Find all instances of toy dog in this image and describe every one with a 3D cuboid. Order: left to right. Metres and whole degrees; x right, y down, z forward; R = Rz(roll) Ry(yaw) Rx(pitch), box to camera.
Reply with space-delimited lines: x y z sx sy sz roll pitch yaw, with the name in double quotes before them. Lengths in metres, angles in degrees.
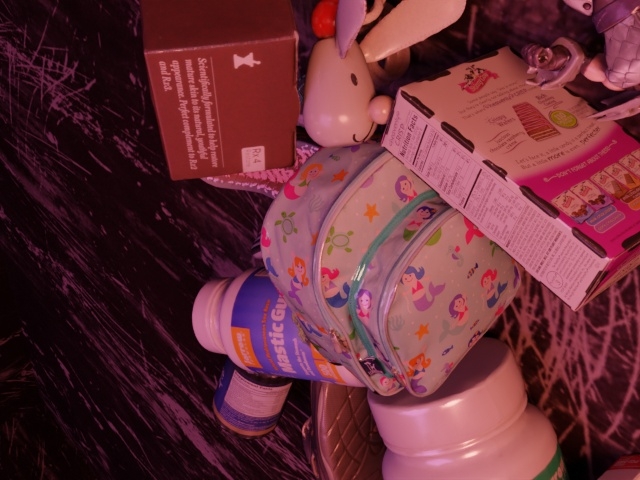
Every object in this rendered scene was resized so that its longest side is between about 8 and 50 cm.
"toy dog" 0.065 -0.257 0.696 0.161 0.220 0.333 10 125 34

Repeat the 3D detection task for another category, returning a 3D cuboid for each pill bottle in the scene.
"pill bottle" -0.099 0.217 1.307 0.123 0.123 0.219 42 129 29
"pill bottle" -0.041 0.111 1.083 0.272 0.152 0.152 0 114 35
"pill bottle" 0.193 0.310 0.915 0.204 0.204 0.360 -5 109 55

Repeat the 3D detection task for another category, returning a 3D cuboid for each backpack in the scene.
"backpack" 0.070 0.019 0.811 0.191 0.225 0.253 21 150 52

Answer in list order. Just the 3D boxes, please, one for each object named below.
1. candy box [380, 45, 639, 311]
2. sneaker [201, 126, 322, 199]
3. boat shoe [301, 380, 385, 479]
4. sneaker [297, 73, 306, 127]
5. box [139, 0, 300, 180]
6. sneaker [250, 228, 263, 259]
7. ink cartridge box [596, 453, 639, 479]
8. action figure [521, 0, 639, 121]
"candy box" 0.191 -0.065 0.692 0.233 0.159 0.071 46 142 25
"sneaker" -0.025 -0.099 1.016 0.302 0.121 0.108 22 120 30
"boat shoe" 0.025 0.311 1.213 0.130 0.132 0.355 21 128 45
"sneaker" -0.015 -0.182 0.996 0.167 0.065 0.076 25 115 39
"box" -0.117 -0.272 0.814 0.191 0.143 0.381 94 164 -59
"sneaker" 0.000 0.000 1.102 0.098 0.083 0.224 40 149 -22
"ink cartridge box" 0.312 0.296 0.804 0.056 0.135 0.099 -28 89 58
"action figure" 0.222 -0.199 0.614 0.185 0.099 0.285 -29 93 46
